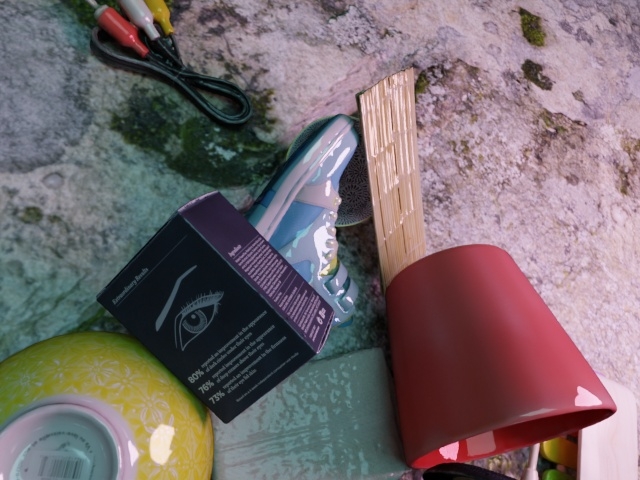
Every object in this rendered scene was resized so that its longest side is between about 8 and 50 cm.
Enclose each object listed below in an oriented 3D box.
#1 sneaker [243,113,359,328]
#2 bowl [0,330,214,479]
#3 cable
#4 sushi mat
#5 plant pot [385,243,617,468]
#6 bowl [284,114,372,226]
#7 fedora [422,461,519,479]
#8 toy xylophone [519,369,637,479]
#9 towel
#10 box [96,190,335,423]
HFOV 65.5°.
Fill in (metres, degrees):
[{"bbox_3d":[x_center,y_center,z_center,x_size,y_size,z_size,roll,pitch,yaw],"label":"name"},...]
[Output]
[{"bbox_3d":[0.000,0.000,0.697,0.208,0.127,0.318,36,91,-12],"label":"sneaker"},{"bbox_3d":[-0.248,0.225,0.494,0.290,0.156,0.289,5,70,-14],"label":"bowl"},{"bbox_3d":[-0.234,-0.276,0.762,0.287,0.072,0.139,45,66,-2],"label":"cable"},{"bbox_3d":[0.113,-0.086,0.748,0.151,0.019,0.316,-36,126,-41],"label":"sushi mat"},{"bbox_3d":[0.215,0.155,0.689,0.275,0.275,0.243,2,55,-23],"label":"plant pot"},{"bbox_3d":[0.026,-0.107,0.790,0.170,0.080,0.169,-1,94,-7],"label":"bowl"},{"bbox_3d":[0.255,0.409,0.579,0.334,0.334,0.152,37,61,-7],"label":"fedora"},{"bbox_3d":[0.411,0.334,0.801,0.236,0.081,0.322,32,61,-9],"label":"toy xylophone"},{"bbox_3d":[-0.016,0.255,0.668,0.283,0.049,0.187,-4,71,-24],"label":"towel"},{"bbox_3d":[-0.112,0.072,0.564,0.207,0.153,0.108,48,20,-5],"label":"box"}]
